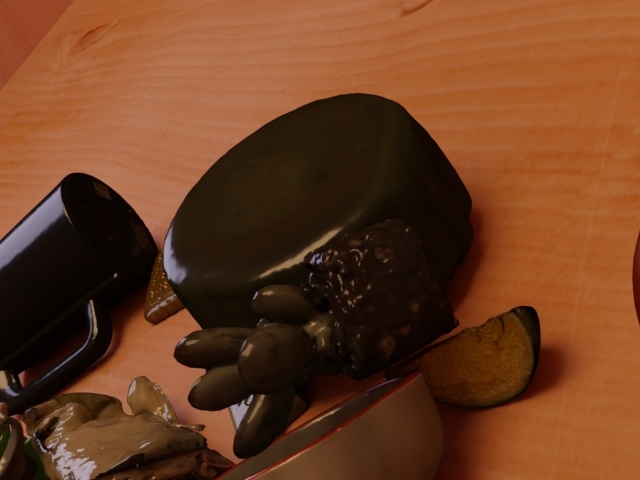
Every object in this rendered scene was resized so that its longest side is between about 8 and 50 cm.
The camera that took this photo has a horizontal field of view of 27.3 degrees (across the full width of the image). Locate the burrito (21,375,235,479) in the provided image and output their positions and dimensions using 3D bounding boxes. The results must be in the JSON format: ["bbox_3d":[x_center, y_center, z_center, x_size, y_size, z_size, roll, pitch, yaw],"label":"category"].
[{"bbox_3d":[-0.235,0.266,1.582,0.190,0.135,0.332,-20,17,-20],"label":"burrito"}]

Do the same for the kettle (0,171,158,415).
[{"bbox_3d":[-0.413,0.088,2.063,0.308,0.262,0.203,-39,-7,19],"label":"kettle"}]

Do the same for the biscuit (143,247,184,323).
[{"bbox_3d":[-0.158,0.011,1.942,0.254,0.029,0.172,-31,31,25],"label":"biscuit"}]

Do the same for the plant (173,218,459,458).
[{"bbox_3d":[-0.009,0.090,1.302,0.274,0.146,0.149,-31,-13,-5],"label":"plant"}]

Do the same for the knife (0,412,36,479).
[{"bbox_3d":[-0.382,0.284,1.609,0.123,0.053,0.278,-59,-4,-12],"label":"knife"}]

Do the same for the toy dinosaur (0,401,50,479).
[{"bbox_3d":[-0.445,0.322,1.835,0.177,0.152,0.194,-7,87,50],"label":"toy dinosaur"}]

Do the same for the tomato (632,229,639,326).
[{"bbox_3d":[0.378,0.021,0.923,0.321,0.321,0.321,-33,30,22],"label":"tomato"}]

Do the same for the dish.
[{"bbox_3d":[0.013,0.236,1.269,0.256,0.117,0.256,-30,-3,-2],"label":"dish"}]

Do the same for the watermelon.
[{"bbox_3d":[0.163,0.110,1.321,0.181,0.092,0.075,-35,18,41],"label":"watermelon"}]

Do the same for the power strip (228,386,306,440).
[{"bbox_3d":[-0.076,0.175,1.608,0.092,0.034,0.268,-41,28,7],"label":"power strip"}]

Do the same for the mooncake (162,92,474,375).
[{"bbox_3d":[0.000,0.000,1.552,0.356,0.194,0.356,-25,33,18],"label":"mooncake"}]
